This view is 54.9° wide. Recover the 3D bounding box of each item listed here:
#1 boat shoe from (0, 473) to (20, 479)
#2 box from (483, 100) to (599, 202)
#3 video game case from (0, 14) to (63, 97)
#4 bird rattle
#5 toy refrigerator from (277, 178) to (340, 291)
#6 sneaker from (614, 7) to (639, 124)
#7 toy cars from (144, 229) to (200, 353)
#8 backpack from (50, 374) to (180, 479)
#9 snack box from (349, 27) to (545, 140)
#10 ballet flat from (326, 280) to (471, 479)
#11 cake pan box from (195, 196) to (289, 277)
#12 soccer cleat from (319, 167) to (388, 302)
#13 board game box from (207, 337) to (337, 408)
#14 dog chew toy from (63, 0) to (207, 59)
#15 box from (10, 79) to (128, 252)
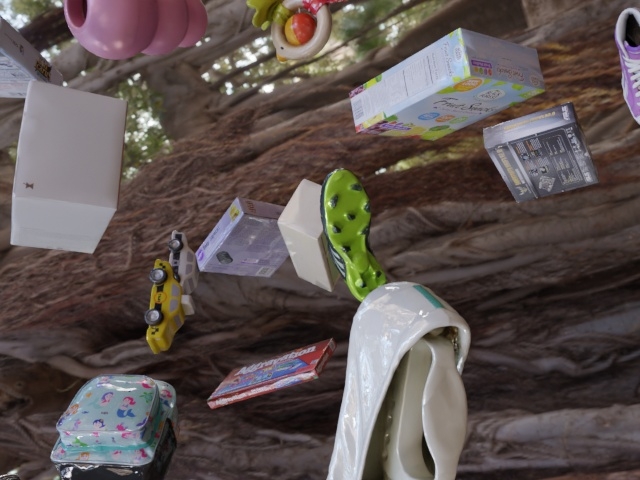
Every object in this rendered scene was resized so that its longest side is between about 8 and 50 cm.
[{"bbox_3d":[-0.585,0.453,1.078,0.125,0.038,0.046,-16,-74,-43],"label":"boat shoe"},{"bbox_3d":[0.476,-0.180,1.321,0.231,0.183,0.056,41,-136,-45],"label":"box"},{"bbox_3d":[-0.654,-0.332,1.123,0.244,0.270,0.061,87,-175,-83],"label":"video game case"},{"bbox_3d":[-0.040,-0.551,1.527,0.143,0.254,0.206,-1,-97,-73],"label":"bird rattle"},{"bbox_3d":[0.000,0.000,1.221,0.102,0.094,0.269,-60,-18,-19],"label":"toy refrigerator"},{"bbox_3d":[0.707,-0.373,1.362,0.161,0.102,0.282,-16,-90,-56],"label":"sneaker"},{"bbox_3d":[-0.316,0.105,1.389,0.393,0.087,0.176,-101,12,-72],"label":"toy cars"},{"bbox_3d":[-0.407,0.384,1.266,0.253,0.225,0.191,-78,-12,-69],"label":"backpack"},{"bbox_3d":[0.174,-0.208,0.863,0.174,0.207,0.070,-4,-101,-39],"label":"snack box"},{"bbox_3d":[0.077,0.243,0.611,0.139,0.139,0.400,1,-85,-67],"label":"ballet flat"},{"bbox_3d":[-0.180,0.000,1.736,0.267,0.246,0.070,8,-134,-41],"label":"cake pan box"},{"bbox_3d":[0.027,-0.005,0.680,0.072,0.060,0.179,39,154,49],"label":"soccer cleat"},{"bbox_3d":[-0.108,0.298,1.384,0.027,0.281,0.145,65,-157,-8],"label":"board game box"},{"bbox_3d":[-0.397,-0.513,1.400,0.332,0.207,0.206,-13,-96,-47],"label":"dog chew toy"},{"bbox_3d":[-0.495,-0.122,1.193,0.168,0.345,0.215,8,-107,-25],"label":"box"}]
